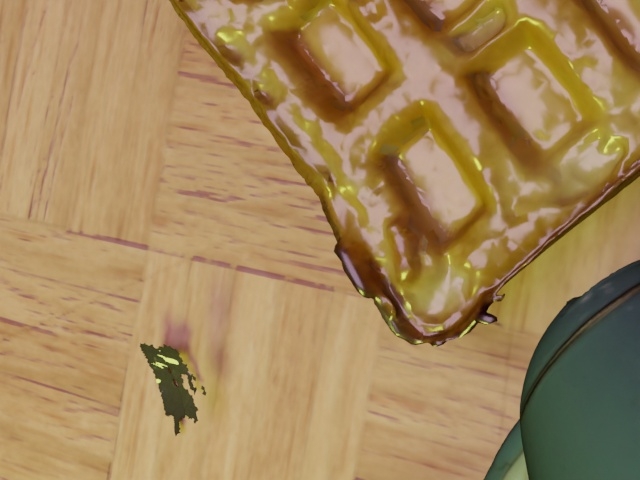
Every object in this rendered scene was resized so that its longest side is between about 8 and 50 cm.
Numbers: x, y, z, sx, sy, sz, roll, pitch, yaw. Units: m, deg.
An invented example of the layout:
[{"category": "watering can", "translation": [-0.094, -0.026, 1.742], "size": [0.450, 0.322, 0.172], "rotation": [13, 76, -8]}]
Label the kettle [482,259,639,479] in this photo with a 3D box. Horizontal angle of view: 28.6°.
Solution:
[{"category": "kettle", "translation": [0.204, 0.178, 0.594], "size": [0.319, 0.247, 0.342], "rotation": [-56, 52, 25]}]

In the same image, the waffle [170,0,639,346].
[{"category": "waffle", "translation": [0.107, -0.150, 0.711], "size": [0.348, 0.077, 0.304], "rotation": [-39, 81, 15]}]

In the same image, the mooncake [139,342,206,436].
[{"category": "mooncake", "translation": [-0.007, -0.001, 0.820], "size": [0.347, 0.057, 0.150], "rotation": [-30, 71, 25]}]
